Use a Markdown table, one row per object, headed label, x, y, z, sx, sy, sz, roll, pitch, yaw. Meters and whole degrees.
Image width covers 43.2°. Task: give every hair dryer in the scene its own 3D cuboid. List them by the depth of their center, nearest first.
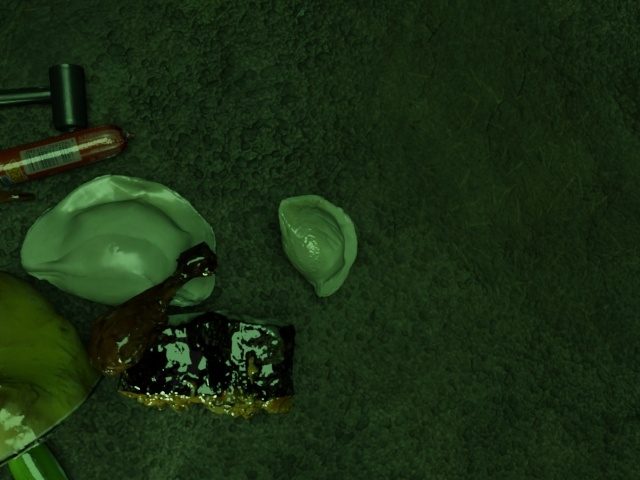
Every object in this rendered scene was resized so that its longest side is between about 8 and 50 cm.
| label | x | y | z | sx | sy | sz | roll | pitch | yaw |
| --- | --- | --- | --- | --- | --- | --- | --- | --- | --- |
| hair dryer | -0.596 | -0.272 | 1.615 | 0.255 | 0.070 | 0.128 | -8 | 86 | -5 |

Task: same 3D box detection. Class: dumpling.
| label | x | y | z | sx | sy | sz | roll | pitch | yaw |
| --- | --- | --- | --- | --- | --- | --- | --- | --- | --- |
| dumpling | -0.383 | 0.000 | 1.576 | 0.341 | 0.181 | 0.260 | 2 | 66 | 11 |
| dumpling | -0.002 | -0.004 | 1.672 | 0.166 | 0.126 | 0.216 | -40 | 90 | -28 |

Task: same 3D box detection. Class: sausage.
| label | x | y | z | sx | sy | sz | roll | pitch | yaw |
| --- | --- | --- | --- | --- | --- | --- | --- | --- | --- |
| sausage | -0.504 | -0.178 | 1.611 | 0.274 | 0.074 | 0.074 | -18 | 88 | -12 |

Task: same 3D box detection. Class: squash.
| label | x | y | z | sx | sy | sz | roll | pitch | yaw |
| --- | --- | --- | --- | --- | --- | --- | --- | --- | --- |
| squash | -0.511 | 0.485 | 1.537 | 0.082 | 0.082 | 0.292 | -32 | 93 | -13 |

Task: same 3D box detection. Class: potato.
| label | x | y | z | sx | sy | sz | roll | pitch | yaw |
| --- | --- | --- | --- | --- | --- | --- | --- | --- | --- |
| potato | -0.575 | 0.207 | 1.397 | 0.290 | 0.397 | 0.296 | -31 | 96 | 6 |

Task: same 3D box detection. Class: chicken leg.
| label | x | y | z | sx | sy | sz | roll | pitch | yaw |
| --- | --- | --- | --- | --- | --- | --- | --- | --- | --- |
| chicken leg | -0.301 | 0.110 | 1.447 | 0.113 | 0.093 | 0.304 | 25 | 63 | 31 |

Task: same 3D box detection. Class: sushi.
| label | x | y | z | sx | sy | sz | roll | pitch | yaw |
| --- | --- | --- | --- | --- | --- | --- | --- | --- | --- |
| sushi | -0.213 | 0.236 | 1.551 | 0.348 | 0.234 | 0.207 | 3 | 84 | -6 |

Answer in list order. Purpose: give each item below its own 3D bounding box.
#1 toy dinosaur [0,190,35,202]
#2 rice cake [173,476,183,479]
| label | x | y | z | sx | sy | sz | roll | pitch | yaw |
| --- | --- | --- | --- | --- | --- | --- | --- | --- | --- |
| toy dinosaur | -0.792 | -0.053 | 1.532 | 0.432 | 0.097 | 0.208 | 18 | 65 | -16 |
| rice cake | -0.238 | 0.549 | 1.609 | 0.042 | 0.030 | 0.180 | -36 | 92 | 1 |
